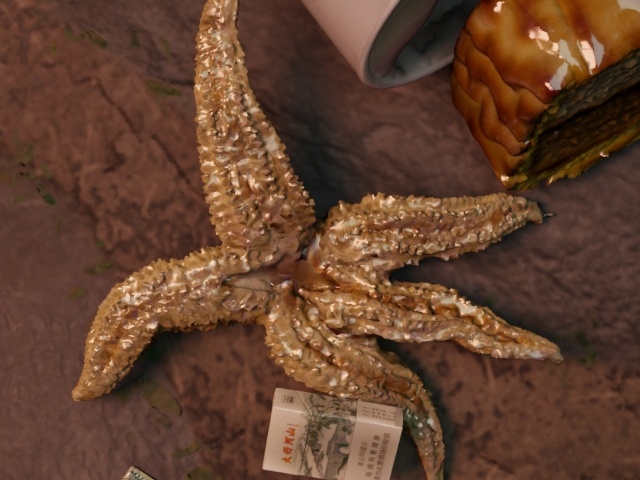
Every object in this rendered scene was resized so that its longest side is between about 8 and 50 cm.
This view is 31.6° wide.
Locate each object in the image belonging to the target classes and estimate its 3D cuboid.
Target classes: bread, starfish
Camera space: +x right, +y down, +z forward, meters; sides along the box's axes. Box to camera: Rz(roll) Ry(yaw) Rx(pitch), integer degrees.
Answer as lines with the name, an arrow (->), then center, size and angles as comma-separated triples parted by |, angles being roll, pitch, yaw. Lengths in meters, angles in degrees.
bread -> 0.193, -0.131, 0.704 | 0.222, 0.181, 0.096 | -27, 72, -5
starfish -> 0.021, 0.014, 0.743 | 0.293, 0.084, 0.302 | 19, 96, -6

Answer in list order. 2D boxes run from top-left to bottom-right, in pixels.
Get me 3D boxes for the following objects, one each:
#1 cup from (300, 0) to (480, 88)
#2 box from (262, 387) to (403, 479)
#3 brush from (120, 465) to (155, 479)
cup -> 0.016, -0.282, 0.689 | 0.212, 0.212, 0.317 | -36, 79, -1
box -> 0.007, 0.127, 0.724 | 0.083, 0.024, 0.054 | 9, 122, -1
brush -> -0.099, 0.183, 0.771 | 0.083, 0.013, 0.016 | 33, 86, 2
